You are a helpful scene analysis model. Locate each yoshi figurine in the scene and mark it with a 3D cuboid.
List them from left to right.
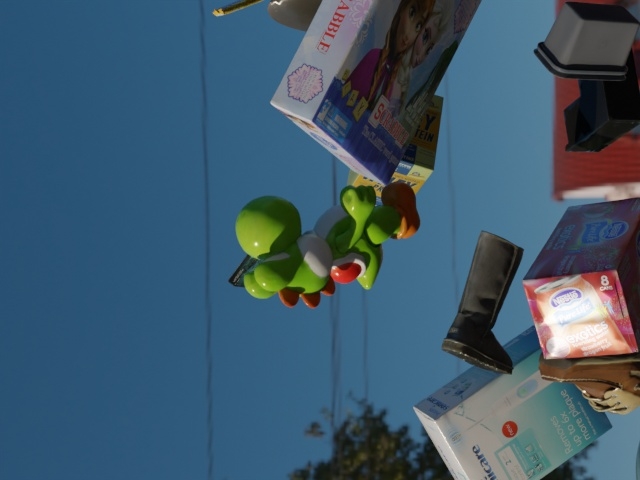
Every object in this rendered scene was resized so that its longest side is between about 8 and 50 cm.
[{"bbox_3d":[-0.005,-0.027,1.767,0.362,0.203,0.204,-25,-42,-44],"label":"yoshi figurine"}]

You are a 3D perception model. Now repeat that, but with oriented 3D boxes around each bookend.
[{"bbox_3d":[0.495,-0.257,1.856,0.157,0.072,0.156,132,135,-67],"label":"bookend"}]

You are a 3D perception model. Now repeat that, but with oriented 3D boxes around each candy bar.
[{"bbox_3d":[-0.161,-0.512,2.232,0.161,0.040,0.018,-28,-68,-31],"label":"candy bar"}]

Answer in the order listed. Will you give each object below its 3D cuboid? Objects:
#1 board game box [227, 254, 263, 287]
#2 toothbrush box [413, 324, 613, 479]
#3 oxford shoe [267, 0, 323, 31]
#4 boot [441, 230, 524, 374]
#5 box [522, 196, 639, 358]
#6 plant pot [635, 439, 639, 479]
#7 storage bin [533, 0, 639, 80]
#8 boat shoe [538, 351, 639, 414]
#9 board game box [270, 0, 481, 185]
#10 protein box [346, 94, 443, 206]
[{"bbox_3d":[-0.154,0.057,2.500,0.126,0.026,0.186,-54,-11,4],"label":"board game box"},{"bbox_3d":[0.359,0.332,1.948,0.216,0.295,0.126,61,170,-9],"label":"toothbrush box"},{"bbox_3d":[0.014,-0.412,1.800,0.076,0.212,0.076,92,175,-51],"label":"oxford shoe"},{"bbox_3d":[0.290,0.107,1.731,0.189,0.076,0.209,32,-108,-47],"label":"boot"},{"bbox_3d":[0.379,0.045,1.402,0.257,0.128,0.123,-43,-61,-53],"label":"box"},{"bbox_3d":[0.636,0.354,1.681,0.195,0.290,0.290,-97,1,-77],"label":"plant pot"},{"bbox_3d":[0.393,-0.298,1.516,0.098,0.135,0.091,-115,33,-44],"label":"storage bin"},{"bbox_3d":[0.491,0.228,1.702,0.324,0.122,0.120,4,-88,-35],"label":"boat shoe"},{"bbox_3d":[0.089,-0.257,1.337,0.318,0.065,0.318,-63,-22,0],"label":"board game box"},{"bbox_3d":[0.159,-0.201,2.252,0.201,0.135,0.200,123,161,-59],"label":"protein box"}]
